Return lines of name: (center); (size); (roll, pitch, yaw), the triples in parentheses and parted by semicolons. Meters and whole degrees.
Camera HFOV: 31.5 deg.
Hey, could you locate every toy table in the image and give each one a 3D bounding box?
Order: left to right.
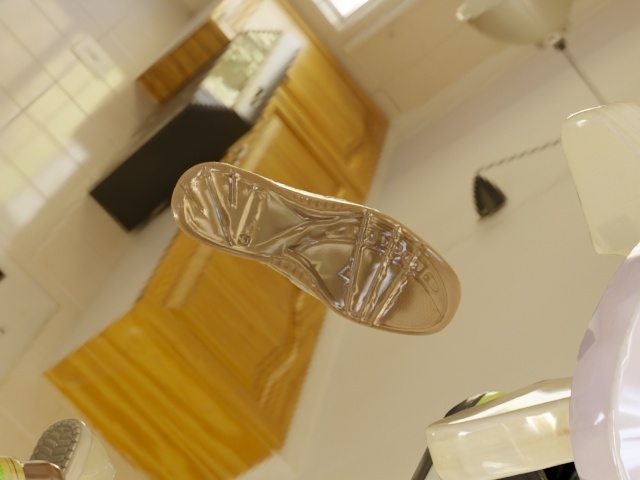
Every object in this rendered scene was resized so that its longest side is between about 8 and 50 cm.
toy table: (0.191, 0.051, 0.476); (0.274, 0.252, 0.161); (-4, 175, -21)

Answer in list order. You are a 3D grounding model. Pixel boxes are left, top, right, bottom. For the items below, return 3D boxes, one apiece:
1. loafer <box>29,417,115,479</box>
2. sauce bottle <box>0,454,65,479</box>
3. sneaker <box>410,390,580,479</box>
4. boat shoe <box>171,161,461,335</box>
loafer: (-0.293, 0.328, 1.215); (0.102, 0.092, 0.268); (6, -114, 47)
sauce bottle: (-0.340, 0.191, 0.742); (0.111, 0.344, 0.111); (-18, -112, 56)
sneaker: (0.088, 0.159, 0.578); (0.097, 0.084, 0.234); (-9, -143, 35)
boat shoe: (0.000, 0.000, 1.077); (0.104, 0.285, 0.089); (-63, -177, 6)
